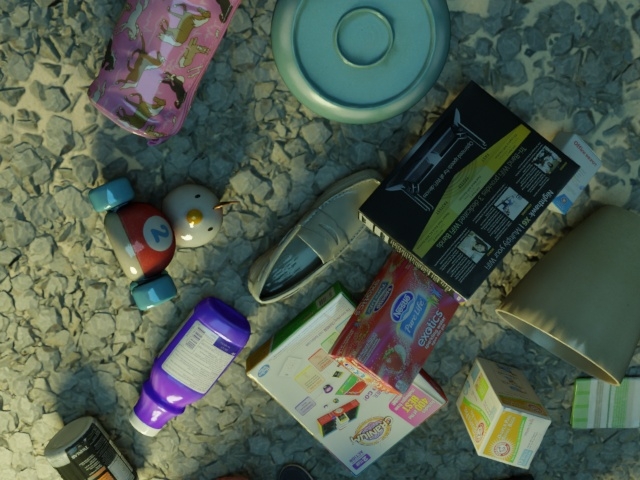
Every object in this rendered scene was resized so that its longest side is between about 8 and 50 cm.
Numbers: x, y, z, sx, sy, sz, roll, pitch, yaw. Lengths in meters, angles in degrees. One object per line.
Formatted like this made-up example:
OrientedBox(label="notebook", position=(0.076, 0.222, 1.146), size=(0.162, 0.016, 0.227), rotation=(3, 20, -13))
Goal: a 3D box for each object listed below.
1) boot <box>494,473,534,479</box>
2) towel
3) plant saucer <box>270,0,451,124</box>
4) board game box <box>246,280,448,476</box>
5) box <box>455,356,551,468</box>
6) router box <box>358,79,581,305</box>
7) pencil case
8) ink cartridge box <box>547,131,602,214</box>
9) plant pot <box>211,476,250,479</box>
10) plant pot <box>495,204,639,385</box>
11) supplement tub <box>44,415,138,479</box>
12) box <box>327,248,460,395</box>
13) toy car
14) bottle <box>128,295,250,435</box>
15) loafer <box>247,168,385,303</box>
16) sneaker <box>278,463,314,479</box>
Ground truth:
OrientedBox(label="boot", position=(0.243, 0.630, 1.925), size=(0.445, 0.367, 0.146), rotation=(-3, 131, -4))
OrientedBox(label="towel", position=(0.580, 0.323, 2.025), size=(0.152, 0.023, 0.113), rotation=(0, 106, -3))
OrientedBox(label="plant saucer", position=(0.073, -0.352, 1.742), size=(0.318, 0.043, 0.317), rotation=(-1, 109, -4))
OrientedBox(label="board game box", position=(0.051, 0.269, 1.933), size=(0.242, 0.064, 0.316), rotation=(-41, 107, 8))
OrientedBox(label="box", position=(0.341, 0.322, 1.903), size=(0.103, 0.203, 0.114), rotation=(18, 106, -11))
OrientedBox(label="router box", position=(0.253, -0.082, 1.740), size=(0.243, 0.081, 0.309), rotation=(41, 84, 9))
OrientedBox(label="pencil case", position=(-0.236, -0.353, 1.656), size=(0.160, 0.167, 0.386), rotation=(17, 109, -44))
OrientedBox(label="ink cartridge box", position=(0.437, -0.123, 1.824), size=(0.088, 0.052, 0.122), rotation=(41, 85, -25))
OrientedBox(label="plant pot", position=(-0.170, 0.649, 1.951), size=(0.272, 0.272, 0.265), rotation=(-26, 117, 4))
OrientedBox(label="plant pot", position=(0.498, 0.080, 1.837), size=(0.256, 0.256, 0.274), rotation=(33, 86, -14))
OrientedBox(label="supplement tub", position=(-0.426, 0.438, 1.918), size=(0.117, 0.117, 0.190), rotation=(-30, 109, 5))
OrientedBox(label="box", position=(0.145, 0.137, 1.816), size=(0.123, 0.128, 0.257), rotation=(38, 75, -17))
OrientedBox(label="toy car", position=(-0.249, -0.031, 1.748), size=(0.238, 0.210, 0.219), rotation=(-24, 97, -10))
OrientedBox(label="bottle", position=(-0.251, 0.241, 1.881), size=(0.118, 0.092, 0.283), rotation=(35, 102, -14))
OrientedBox(label="loafer", position=(0.000, 0.000, 1.814), size=(0.112, 0.111, 0.319), rotation=(43, 100, -16))
OrientedBox(label="sneaker", position=(-0.037, 0.536, 1.923), size=(0.086, 0.163, 0.226), rotation=(-15, 74, 2))
